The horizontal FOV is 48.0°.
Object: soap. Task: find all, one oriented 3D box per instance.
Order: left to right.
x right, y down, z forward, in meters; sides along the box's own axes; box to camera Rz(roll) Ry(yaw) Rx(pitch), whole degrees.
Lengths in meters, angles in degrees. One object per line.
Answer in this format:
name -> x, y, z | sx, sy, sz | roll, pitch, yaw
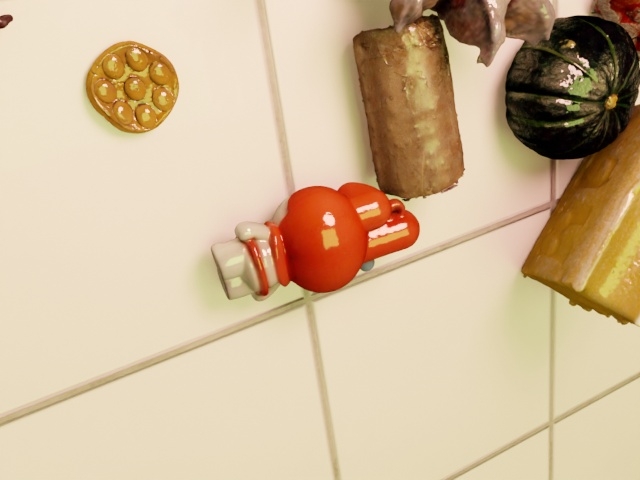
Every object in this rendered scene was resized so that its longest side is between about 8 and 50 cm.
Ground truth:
soap -> 0.486, -0.042, 1.148 | 0.156, 0.293, 0.335 | 30, 95, 2

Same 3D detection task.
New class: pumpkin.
pumpkin -> 0.386, -0.232, 1.100 | 0.220, 0.162, 0.221 | -14, 121, -24

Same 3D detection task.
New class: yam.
yam -> 0.119, -0.186, 0.981 | 0.129, 0.128, 0.238 | -15, 116, 0

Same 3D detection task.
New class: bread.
bread -> -0.220, -0.180, 0.851 | 0.110, 0.024, 0.110 | -12, 114, -27

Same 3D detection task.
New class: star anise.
star anise -> 0.154, -0.338, 0.873 | 0.360, 0.315, 0.139 | -60, 177, -42

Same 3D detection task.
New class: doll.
doll -> 0.000, 0.000, 0.982 | 0.290, 0.130, 0.161 | -19, 128, -12

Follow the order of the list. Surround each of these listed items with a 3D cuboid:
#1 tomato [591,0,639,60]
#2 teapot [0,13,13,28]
tomato -> 0.553, -0.399, 1.143 | 0.214, 0.180, 0.155 | 36, 72, -43
teapot -> -0.369, -0.232, 0.733 | 0.100, 0.045, 0.068 | 7, 128, -15
